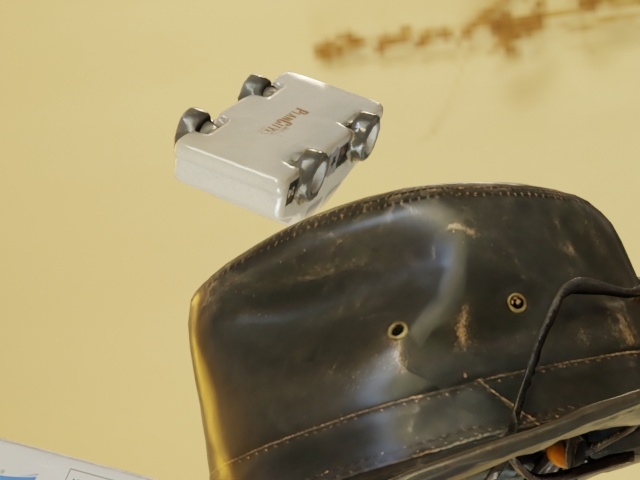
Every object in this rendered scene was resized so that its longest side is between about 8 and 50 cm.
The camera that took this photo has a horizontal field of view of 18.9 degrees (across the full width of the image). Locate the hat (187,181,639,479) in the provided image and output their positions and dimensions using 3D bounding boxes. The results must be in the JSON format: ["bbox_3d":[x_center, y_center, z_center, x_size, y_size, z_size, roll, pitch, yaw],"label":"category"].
[{"bbox_3d":[0.038,0.052,0.779,0.331,0.331,0.134,34,-143,-78],"label":"hat"}]

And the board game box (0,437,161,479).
[{"bbox_3d":[0.025,0.205,0.488,0.078,0.347,0.233,67,-140,-53],"label":"board game box"}]

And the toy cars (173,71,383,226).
[{"bbox_3d":[0.000,0.000,1.224,0.394,0.176,0.087,-122,41,-57],"label":"toy cars"}]
